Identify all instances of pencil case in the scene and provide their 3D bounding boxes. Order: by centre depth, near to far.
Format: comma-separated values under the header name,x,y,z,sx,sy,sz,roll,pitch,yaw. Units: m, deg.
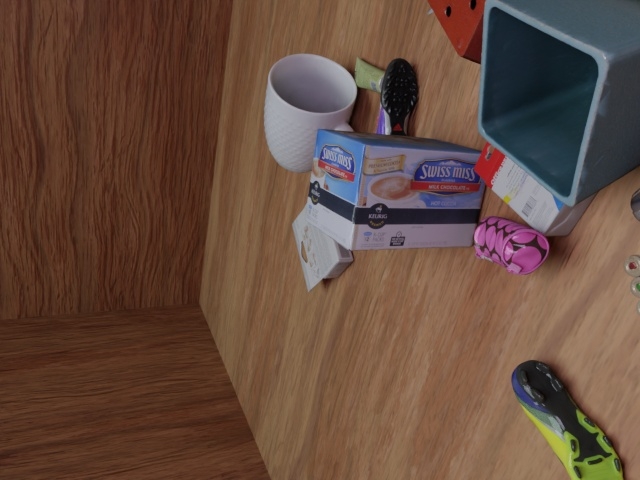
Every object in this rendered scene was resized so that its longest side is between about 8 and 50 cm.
name,x,y,z,sx,sy,sz,roll,pitch,yaw
pencil case,0.371,0.011,1.052,0.098,0.095,0.209,-50,3,6

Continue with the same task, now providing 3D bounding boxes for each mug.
name,x,y,z,sx,sy,sz,roll,pitch,yaw
mug,-0.017,-0.358,1.718,0.374,0.276,0.328,42,148,16

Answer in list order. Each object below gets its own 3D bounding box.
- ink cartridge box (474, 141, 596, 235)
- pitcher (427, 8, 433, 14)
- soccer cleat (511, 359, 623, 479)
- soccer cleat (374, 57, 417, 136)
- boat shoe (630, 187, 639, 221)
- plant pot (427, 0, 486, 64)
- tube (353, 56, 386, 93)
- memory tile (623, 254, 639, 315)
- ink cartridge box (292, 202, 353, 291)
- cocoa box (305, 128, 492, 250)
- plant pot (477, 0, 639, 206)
name,x,y,z,sx,sy,sz,roll,pitch,yaw
ink cartridge box,0.418,-0.130,1.039,0.231,0.078,0.134,59,142,42
pitcher,0.327,-0.607,1.166,0.178,0.125,0.207,25,127,38
soccer cleat,0.465,0.364,1.002,0.121,0.093,0.289,73,172,-59
soccer cleat,0.192,-0.331,1.449,0.116,0.109,0.318,-159,67,-65
boat shoe,0.579,-0.144,0.698,0.355,0.132,0.130,-44,43,45
plant pot,0.346,-0.457,0.927,0.267,0.236,0.267,107,149,-58
tube,0.151,-0.486,1.574,0.070,0.062,0.240,-46,32,3
memory tile,0.563,0.065,0.841,0.148,0.012,0.113,-32,64,59
ink cartridge box,0.000,0.000,1.885,0.261,0.066,0.296,-51,47,52
cocoa box,0.175,-0.122,1.223,0.231,0.347,0.228,37,123,57
plant pot,0.421,-0.251,0.804,0.247,0.252,0.248,76,167,-45
